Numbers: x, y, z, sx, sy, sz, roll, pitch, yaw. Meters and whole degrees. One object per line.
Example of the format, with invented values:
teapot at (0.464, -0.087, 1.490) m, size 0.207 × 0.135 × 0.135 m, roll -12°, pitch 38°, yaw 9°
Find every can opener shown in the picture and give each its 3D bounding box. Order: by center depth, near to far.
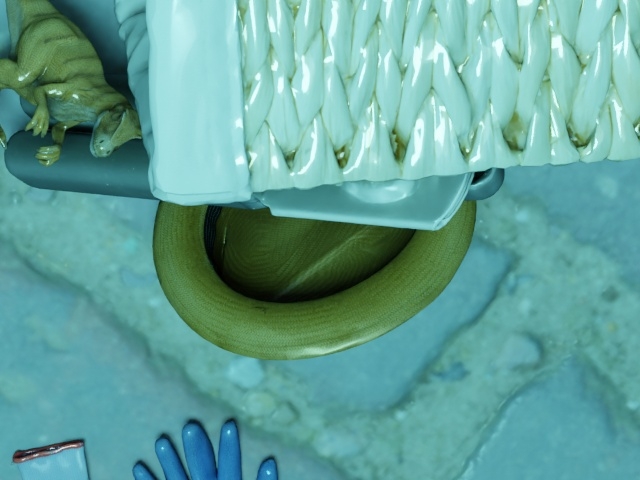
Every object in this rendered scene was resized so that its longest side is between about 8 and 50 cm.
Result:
can opener at (-0.038, -0.047, 0.988) m, size 0.283 × 0.095 × 0.076 m, roll 6°, pitch 76°, yaw 24°

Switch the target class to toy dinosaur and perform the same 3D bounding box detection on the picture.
toy dinosaur at (-0.156, -0.106, 0.967) m, size 0.112 × 0.211 × 0.064 m, roll -38°, pitch 149°, yaw 9°

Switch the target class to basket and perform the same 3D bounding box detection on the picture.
basket at (0.026, -0.222, 0.838) m, size 0.266 × 0.331 × 0.328 m, roll -4°, pitch 112°, yaw -7°

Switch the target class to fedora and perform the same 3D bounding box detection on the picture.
fedora at (0.000, 0.000, 1.034) m, size 0.194 × 0.194 × 0.079 m, roll -17°, pitch 150°, yaw 0°

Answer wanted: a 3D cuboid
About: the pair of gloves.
pair of gloves at (-0.122, 0.197, 1.145) m, size 0.198 × 0.023 × 0.159 m, roll -9°, pitch 111°, yaw -3°
